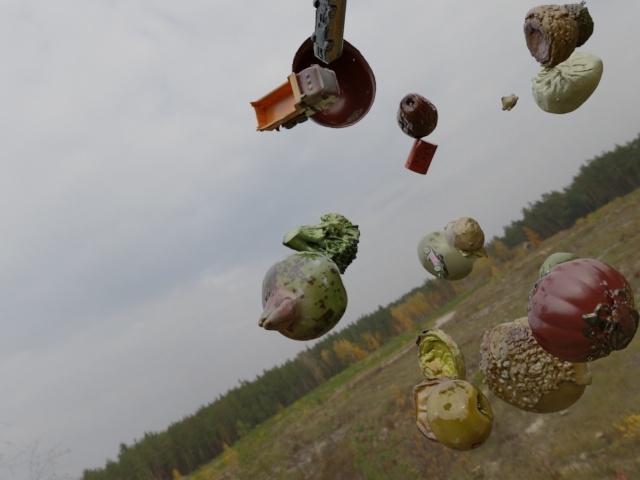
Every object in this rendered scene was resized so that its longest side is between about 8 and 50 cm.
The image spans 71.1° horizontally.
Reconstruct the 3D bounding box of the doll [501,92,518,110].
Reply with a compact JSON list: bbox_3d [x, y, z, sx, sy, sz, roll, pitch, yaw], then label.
[{"bbox_3d":[0.631,-0.458,1.492,0.093,0.051,0.061,-17,-38,-56],"label":"doll"}]

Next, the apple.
[{"bbox_3d":[0.368,0.455,1.175,0.182,0.182,0.155,-16,-23,-48],"label":"apple"}]

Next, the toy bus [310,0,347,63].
[{"bbox_3d":[0.033,-0.755,1.550,0.106,0.092,0.268,-37,-26,-25],"label":"toy bus"}]

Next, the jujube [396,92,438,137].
[{"bbox_3d":[0.419,-0.551,1.967,0.190,0.190,0.255,-35,-18,18],"label":"jujube"}]

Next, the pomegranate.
[{"bbox_3d":[-0.055,0.141,1.013,0.214,0.214,0.248,-40,-4,36],"label":"pomegranate"}]

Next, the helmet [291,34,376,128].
[{"bbox_3d":[0.034,-0.639,1.895,0.337,0.385,0.230,-30,4,-8],"label":"helmet"}]

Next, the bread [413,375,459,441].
[{"bbox_3d":[0.392,0.528,1.411,0.199,0.199,0.104,-37,-31,29],"label":"bread"}]

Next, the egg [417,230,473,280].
[{"bbox_3d":[0.505,0.063,1.818,0.186,0.242,0.186,-29,-35,-23],"label":"egg"}]

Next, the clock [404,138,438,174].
[{"bbox_3d":[0.471,-0.391,2.089,0.061,0.113,0.155,-92,21,-74],"label":"clock"}]

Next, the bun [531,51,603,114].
[{"bbox_3d":[0.809,-0.538,1.496,0.229,0.145,0.229,-54,18,26],"label":"bun"}]

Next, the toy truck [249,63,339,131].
[{"bbox_3d":[-0.080,-0.422,1.348,0.270,0.114,0.135,-19,-6,37],"label":"toy truck"}]

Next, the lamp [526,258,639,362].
[{"bbox_3d":[0.555,0.152,0.948,0.226,0.227,0.227,-29,-13,-7],"label":"lamp"}]

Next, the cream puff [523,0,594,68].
[{"bbox_3d":[0.712,-0.624,1.311,0.169,0.183,0.183,-25,-11,10],"label":"cream puff"}]

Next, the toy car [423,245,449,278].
[{"bbox_3d":[0.420,0.075,1.618,0.055,0.142,0.069,-32,-38,9],"label":"toy car"}]

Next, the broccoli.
[{"bbox_3d":[0.000,0.000,1.516,0.245,0.248,0.288,27,-38,-23],"label":"broccoli"}]

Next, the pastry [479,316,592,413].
[{"bbox_3d":[0.615,0.374,1.335,0.184,0.285,0.315,-2,-10,-39],"label":"pastry"}]

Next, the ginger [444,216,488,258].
[{"bbox_3d":[0.455,-0.038,1.414,0.115,0.193,0.123,-7,-57,-2],"label":"ginger"}]

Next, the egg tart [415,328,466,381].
[{"bbox_3d":[0.524,0.506,1.915,0.095,0.279,0.279,-5,-24,-31],"label":"egg tart"}]

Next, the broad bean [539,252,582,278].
[{"bbox_3d":[0.851,0.130,1.539,0.263,0.189,0.121,-9,-19,-43],"label":"broad bean"}]
